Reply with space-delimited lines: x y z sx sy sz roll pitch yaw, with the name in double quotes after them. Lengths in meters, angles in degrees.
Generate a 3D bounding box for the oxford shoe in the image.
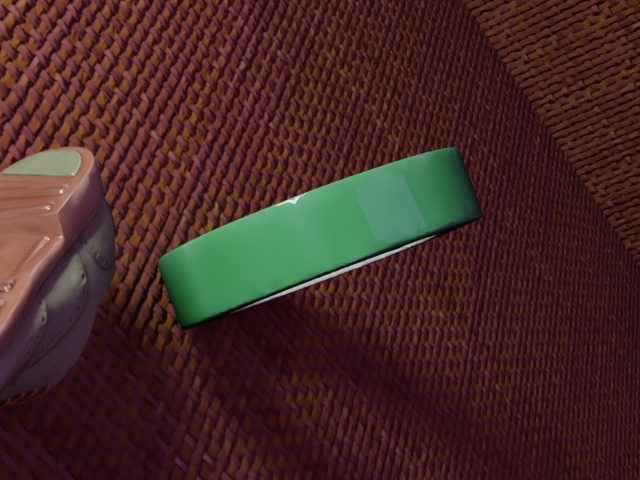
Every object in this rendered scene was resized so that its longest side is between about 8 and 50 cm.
-0.254 0.089 1.048 0.397 0.140 0.146 -61 140 -45 "oxford shoe"

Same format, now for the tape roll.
0.000 0.000 1.329 0.321 0.321 0.077 -16 85 -60 "tape roll"
